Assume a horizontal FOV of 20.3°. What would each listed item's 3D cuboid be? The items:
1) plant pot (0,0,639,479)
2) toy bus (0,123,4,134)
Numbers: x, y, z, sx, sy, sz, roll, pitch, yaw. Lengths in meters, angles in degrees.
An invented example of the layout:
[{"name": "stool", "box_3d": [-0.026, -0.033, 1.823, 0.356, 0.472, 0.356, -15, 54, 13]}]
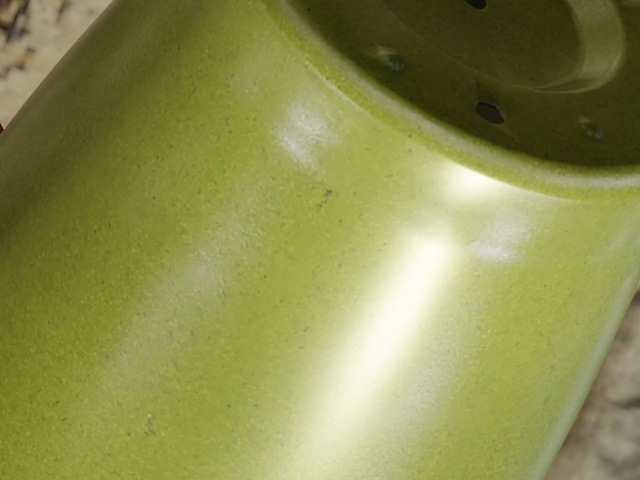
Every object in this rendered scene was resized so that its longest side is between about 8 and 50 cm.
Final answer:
[{"name": "plant pot", "box_3d": [0.000, 0.000, 0.865, 0.353, 0.366, 0.366, -56, 180, 40]}, {"name": "toy bus", "box_3d": [-0.287, -0.020, 1.567, 0.191, 0.202, 0.104, -51, 137, -43]}]
